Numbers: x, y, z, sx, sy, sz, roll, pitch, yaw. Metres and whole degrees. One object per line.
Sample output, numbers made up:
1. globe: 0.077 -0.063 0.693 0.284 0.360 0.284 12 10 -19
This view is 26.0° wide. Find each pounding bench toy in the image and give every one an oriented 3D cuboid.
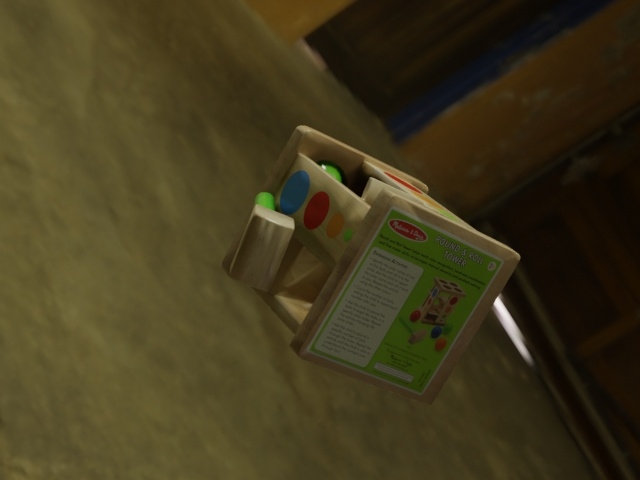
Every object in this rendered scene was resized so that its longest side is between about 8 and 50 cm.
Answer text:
1. pounding bench toy: 0.000 0.000 0.401 0.083 0.052 0.065 23 11 -35
